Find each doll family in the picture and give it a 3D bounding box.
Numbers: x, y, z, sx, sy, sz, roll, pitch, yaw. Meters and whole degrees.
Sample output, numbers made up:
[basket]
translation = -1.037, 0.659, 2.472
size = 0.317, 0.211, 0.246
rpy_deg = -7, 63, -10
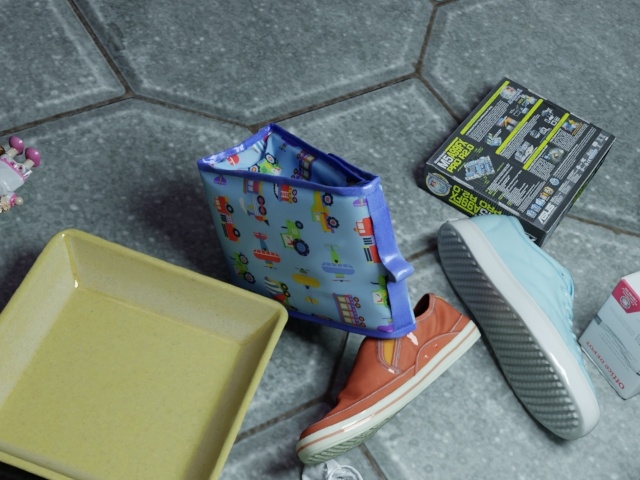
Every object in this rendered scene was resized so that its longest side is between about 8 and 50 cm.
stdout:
[doll family]
translation = -0.538, -0.107, 1.416
size = 0.263, 0.118, 0.163
rpy_deg = 36, 46, -4

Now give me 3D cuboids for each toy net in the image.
[toy net]
translation = 0.052, 0.343, 1.191
size = 0.122, 0.045, 0.232
rpy_deg = -12, 55, -18

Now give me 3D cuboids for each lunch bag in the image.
[lunch bag]
translation = 0.000, 0.000, 1.267
size = 0.138, 0.221, 0.293
rpy_deg = -32, 34, -29

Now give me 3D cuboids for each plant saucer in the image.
[plant saucer]
translation = -0.249, 0.173, 1.250
size = 0.333, 0.081, 0.332
rpy_deg = 19, 52, 5

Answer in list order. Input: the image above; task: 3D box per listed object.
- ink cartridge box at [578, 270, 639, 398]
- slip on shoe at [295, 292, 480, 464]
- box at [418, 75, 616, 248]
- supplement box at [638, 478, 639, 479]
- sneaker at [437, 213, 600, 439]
[ink cartridge box]
translation = 0.432, 0.128, 1.363
size = 0.063, 0.150, 0.109
rpy_deg = -18, 57, -27
[slip on shoe]
translation = 0.076, 0.173, 1.272
size = 0.101, 0.123, 0.331
rpy_deg = 48, 51, 8
[box]
translation = 0.318, -0.127, 1.600
size = 0.216, 0.060, 0.270
rpy_deg = 31, 53, 15
[supplement box]
translation = 0.462, 0.290, 1.213
size = 0.104, 0.188, 0.081
rpy_deg = -17, 58, -22
[sneaker]
translation = 0.305, 0.094, 1.376
size = 0.150, 0.135, 0.366
rpy_deg = -16, 57, -17
